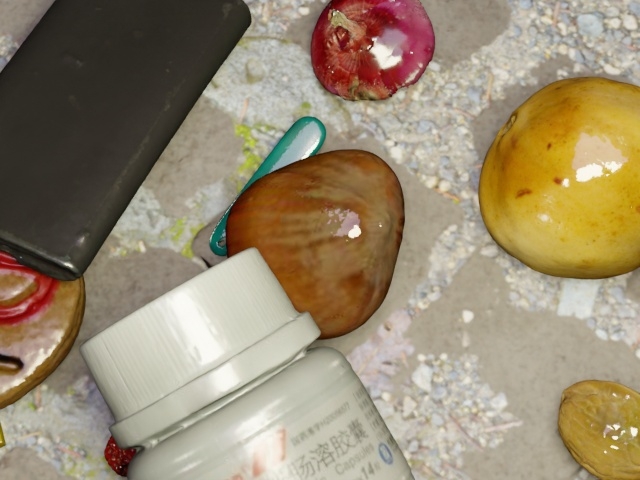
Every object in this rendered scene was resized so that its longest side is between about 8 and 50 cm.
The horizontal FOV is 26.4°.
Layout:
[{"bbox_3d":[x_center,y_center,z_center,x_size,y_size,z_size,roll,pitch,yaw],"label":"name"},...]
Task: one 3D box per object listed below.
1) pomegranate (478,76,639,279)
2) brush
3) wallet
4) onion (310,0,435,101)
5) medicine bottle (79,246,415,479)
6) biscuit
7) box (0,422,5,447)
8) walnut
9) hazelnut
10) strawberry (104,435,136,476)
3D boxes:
[{"bbox_3d":[0.283,-0.066,1.433,0.233,0.233,0.233,-2,70,4],"label":"pomegranate"},{"bbox_3d":[-0.059,-0.060,1.559,0.043,0.032,0.193,38,89,11],"label":"brush"},{"bbox_3d":[-0.266,-0.154,1.551,0.228,0.062,0.406,23,63,13],"label":"wallet"},{"bbox_3d":[0.048,-0.239,1.553,0.150,0.140,0.150,-8,68,20],"label":"onion"},{"bbox_3d":[-0.074,0.186,1.321,0.245,0.245,0.306,-31,88,-6],"label":"medicine bottle"},{"bbox_3d":[-0.408,0.018,1.524,0.314,0.063,0.367,-37,66,-10],"label":"biscuit"},{"bbox_3d":[-0.407,0.166,1.507,0.086,0.023,0.155,-19,70,1],"label":"box"},{"bbox_3d":[0.298,0.194,1.398,0.124,0.105,0.105,38,77,16],"label":"walnut"},{"bbox_3d":[-0.007,-0.004,1.446,0.186,0.210,0.210,15,72,5],"label":"hazelnut"},{"bbox_3d":[-0.183,0.212,1.444,0.096,0.083,0.083,-31,71,-3],"label":"strawberry"}]
